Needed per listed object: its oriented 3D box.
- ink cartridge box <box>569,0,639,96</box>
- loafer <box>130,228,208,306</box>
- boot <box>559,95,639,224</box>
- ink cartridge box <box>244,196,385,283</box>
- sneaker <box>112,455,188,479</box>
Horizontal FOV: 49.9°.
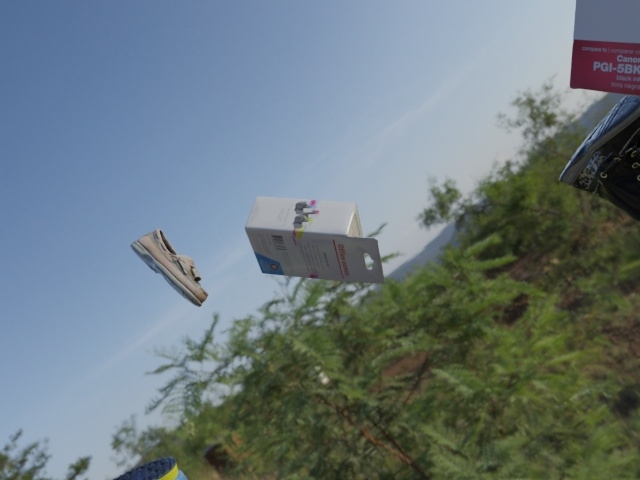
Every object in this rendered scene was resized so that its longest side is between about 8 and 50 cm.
[{"bbox_3d":[0.208,-0.165,0.420,0.099,0.056,0.135,-21,-62,-33],"label":"ink cartridge box"},{"bbox_3d":[-0.154,0.024,0.725,0.039,0.125,0.045,-45,-39,-16],"label":"loafer"},{"bbox_3d":[0.481,-0.110,1.017,0.085,0.178,0.236,-51,-8,-22],"label":"boot"},{"bbox_3d":[0.000,0.000,0.939,0.104,0.181,0.061,75,-154,-50],"label":"ink cartridge box"},{"bbox_3d":[-0.220,0.282,0.650,0.209,0.082,0.069,-19,9,-9],"label":"sneaker"}]
